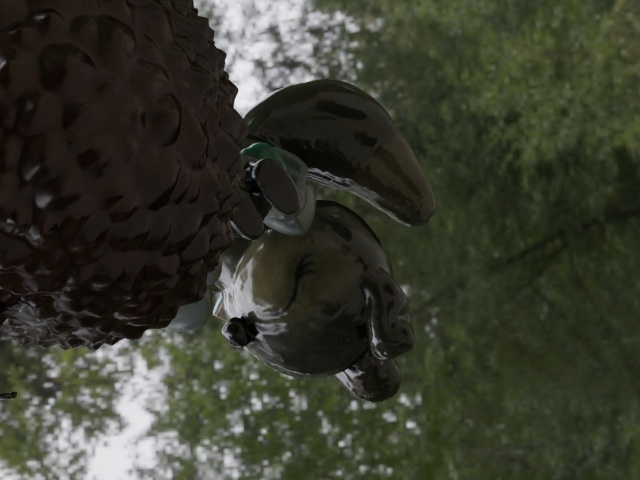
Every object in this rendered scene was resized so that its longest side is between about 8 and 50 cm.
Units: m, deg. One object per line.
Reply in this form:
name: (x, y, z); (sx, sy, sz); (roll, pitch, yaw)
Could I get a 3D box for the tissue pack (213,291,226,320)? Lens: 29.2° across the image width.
tissue pack: (-0.111, 0.079, 1.851); (0.094, 0.074, 0.058); (-59, 14, 28)

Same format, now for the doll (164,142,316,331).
doll: (-0.099, -0.009, 1.035); (0.153, 0.195, 0.258); (62, -173, -13)

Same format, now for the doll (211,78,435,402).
doll: (0.009, -0.015, 1.459); (0.378, 0.382, 0.252); (-46, -7, -17)

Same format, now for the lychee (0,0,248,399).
lychee: (-0.173, -0.047, 0.727); (0.264, 0.264, 0.300); (55, -145, -49)
